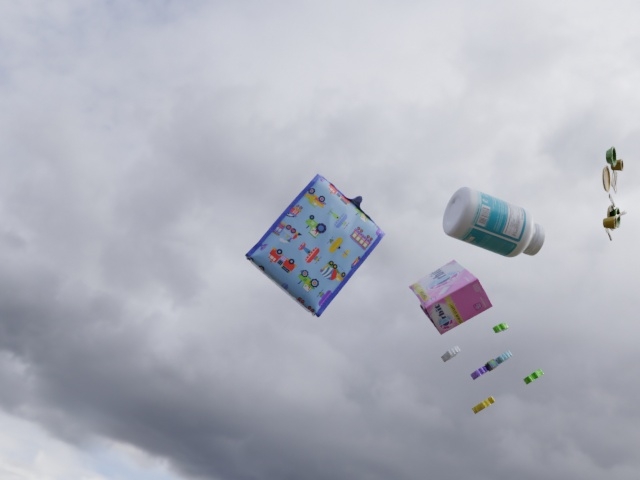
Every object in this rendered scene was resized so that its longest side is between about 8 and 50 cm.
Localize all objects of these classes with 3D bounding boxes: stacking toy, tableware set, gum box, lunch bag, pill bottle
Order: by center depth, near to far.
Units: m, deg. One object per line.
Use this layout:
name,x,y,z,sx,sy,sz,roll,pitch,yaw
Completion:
tableware set,0.519,-0.084,1.246,0.024,0.154,0.104,-2,-29,35
gum box,0.241,0.102,1.340,0.107,0.188,0.062,-30,-80,2
lunch bag,0.000,0.000,1.672,0.221,0.293,0.138,41,-7,-1
stacking toy,0.437,0.321,1.805,0.221,0.167,0.052,-23,-22,-23
pill bottle,0.483,-0.041,1.948,0.264,0.146,0.146,20,-31,-12
